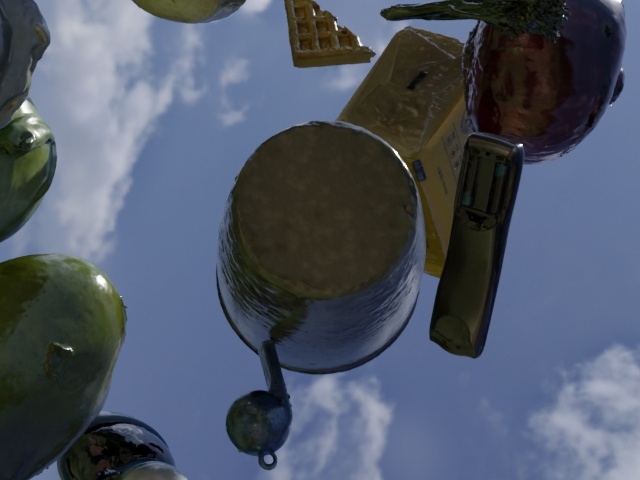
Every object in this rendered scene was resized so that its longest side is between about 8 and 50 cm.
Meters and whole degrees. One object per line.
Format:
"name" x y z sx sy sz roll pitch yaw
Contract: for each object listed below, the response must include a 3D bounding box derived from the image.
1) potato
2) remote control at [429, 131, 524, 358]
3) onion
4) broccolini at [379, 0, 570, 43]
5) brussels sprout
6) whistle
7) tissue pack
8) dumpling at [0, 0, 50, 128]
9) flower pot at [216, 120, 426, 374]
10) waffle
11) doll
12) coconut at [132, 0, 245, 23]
"potato" -0.268 0.120 0.823 0.253 0.186 0.149 -47 -142 -15
"remote control" 0.140 0.008 0.896 0.059 0.028 0.212 19 -67 29
"onion" 0.261 -0.207 1.151 0.190 0.246 0.246 15 -71 5
"broccolini" 0.152 -0.222 0.994 0.201 0.074 0.058 -4 -124 27
"brussels sprout" -0.429 -0.116 1.116 0.294 0.227 0.259 -46 -111 3
"whistle" -0.081 0.209 1.231 0.090 0.090 0.157 -39 -120 46
"tissue pack" 0.204 -0.158 1.860 0.228 0.382 0.293 18 -118 32
"dumpling" -0.388 -0.175 0.920 0.147 0.258 0.193 21 -78 60
"flower pot" 0.000 0.000 1.267 0.330 0.294 0.293 93 -18 -72
"waffle" 0.008 -0.325 1.419 0.032 0.125 0.191 85 -1 -54
"doll" -0.276 0.329 1.388 0.141 0.177 0.314 -62 -151 -5
"coconut" -0.181 -0.418 1.377 0.202 0.202 0.221 -38 -145 47
